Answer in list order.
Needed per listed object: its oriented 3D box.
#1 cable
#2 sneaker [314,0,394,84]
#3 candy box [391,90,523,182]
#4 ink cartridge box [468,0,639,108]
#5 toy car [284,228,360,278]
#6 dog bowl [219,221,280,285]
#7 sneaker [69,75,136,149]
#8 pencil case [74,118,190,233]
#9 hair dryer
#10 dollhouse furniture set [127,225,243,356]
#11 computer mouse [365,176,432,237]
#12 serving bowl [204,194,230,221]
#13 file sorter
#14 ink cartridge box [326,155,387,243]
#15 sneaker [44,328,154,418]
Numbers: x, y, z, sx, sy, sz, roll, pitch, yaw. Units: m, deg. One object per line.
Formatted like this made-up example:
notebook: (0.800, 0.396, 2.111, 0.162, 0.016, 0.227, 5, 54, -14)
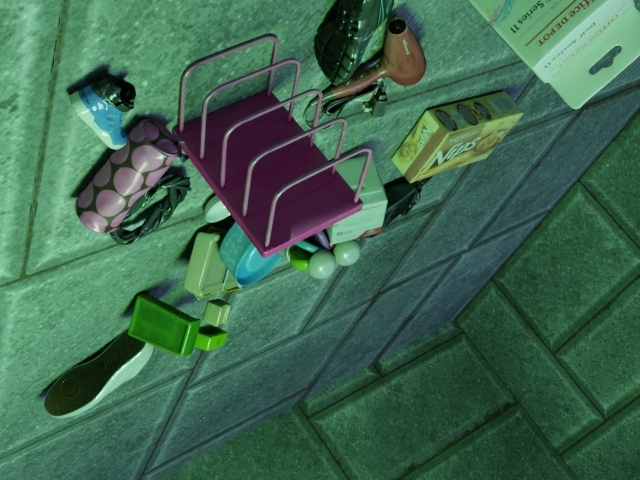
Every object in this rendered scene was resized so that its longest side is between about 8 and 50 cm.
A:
cable: (-0.321, -0.062, 1.688, 0.184, 0.047, 0.151, -48, 163, 22)
sneaker: (0.071, -0.369, 1.548, 0.106, 0.101, 0.267, -27, 159, -31)
candy box: (0.345, -0.262, 2.281, 0.316, 0.087, 0.183, -19, 154, -40)
ink cartridge box: (0.393, -0.424, 1.583, 0.207, 0.353, 0.119, -43, 160, 17)
toy car: (0.000, 0.000, 2.254, 0.182, 0.159, 0.136, -27, 124, -24)
dog bowl: (-0.105, -0.041, 1.954, 0.297, 0.074, 0.166, -53, 159, 2)
sneaker: (-0.305, -0.194, 1.371, 0.085, 0.058, 0.152, -28, 155, 3)
pencil case: (-0.317, -0.103, 1.523, 0.209, 0.095, 0.098, -42, 176, 23)
hair dryer: (0.109, -0.314, 1.771, 0.224, 0.080, 0.293, -20, 154, -38)
dollhouse furniture set: (-0.283, 0.088, 2.052, 0.198, 0.151, 0.301, -9, 119, -64)
computer mouse: (0.182, -0.100, 2.423, 0.272, 0.072, 0.188, -36, 163, -42)
serving bowl: (-0.205, -0.074, 1.867, 0.083, 0.027, 0.083, -32, 160, -13)
file sorter: (-0.079, -0.164, 1.486, 0.202, 0.290, 0.182, -27, 156, -25)
ink cartridge box: (0.071, -0.094, 2.100, 0.128, 0.127, 0.176, -13, 157, -8)
sneaker: (-0.510, 0.329, 2.159, 0.290, 0.106, 0.123, -36, 158, -6)
